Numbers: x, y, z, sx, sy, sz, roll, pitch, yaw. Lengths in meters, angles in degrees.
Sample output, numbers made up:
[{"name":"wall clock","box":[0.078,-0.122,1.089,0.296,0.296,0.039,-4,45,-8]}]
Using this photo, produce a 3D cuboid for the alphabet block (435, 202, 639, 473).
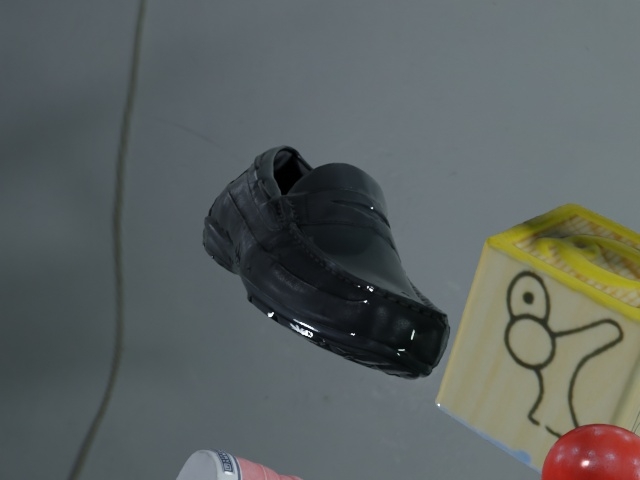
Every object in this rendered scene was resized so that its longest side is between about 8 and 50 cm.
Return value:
[{"name":"alphabet block","box":[0.258,0.102,1.084,0.192,0.193,0.197,30,120,28]}]

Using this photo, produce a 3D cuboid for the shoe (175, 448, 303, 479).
[{"name":"shoe","box":[-0.074,0.215,0.673,0.178,0.081,0.063,-61,34,8]}]

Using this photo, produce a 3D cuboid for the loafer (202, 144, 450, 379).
[{"name":"loafer","box":[0.000,0.000,0.517,0.076,0.223,0.078,27,94,-25]}]

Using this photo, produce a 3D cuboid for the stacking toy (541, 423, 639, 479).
[{"name":"stacking toy","box":[0.178,0.296,0.782,0.141,0.141,0.330,8,82,16]}]
